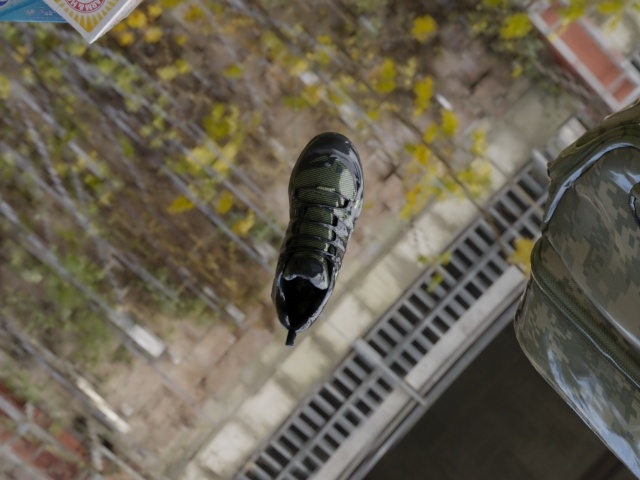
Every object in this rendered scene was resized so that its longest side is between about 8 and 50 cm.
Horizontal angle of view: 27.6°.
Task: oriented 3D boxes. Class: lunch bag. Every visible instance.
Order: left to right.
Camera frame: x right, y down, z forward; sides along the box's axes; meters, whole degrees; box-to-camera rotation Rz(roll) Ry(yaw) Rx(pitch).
[{"bbox_3d":[0.283,-0.022,0.758,0.305,0.212,0.256,-29,151,-20],"label":"lunch bag"}]

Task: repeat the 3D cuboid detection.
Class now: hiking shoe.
[{"bbox_3d":[0.000,0.000,1.392,0.114,0.086,0.227,-97,-164,-68],"label":"hiking shoe"}]

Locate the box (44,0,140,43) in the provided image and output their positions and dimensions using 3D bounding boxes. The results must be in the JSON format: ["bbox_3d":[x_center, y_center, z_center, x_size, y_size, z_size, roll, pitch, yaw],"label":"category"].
[{"bbox_3d":[-0.152,-0.276,1.061,0.203,0.114,0.103,-42,-170,22],"label":"box"}]

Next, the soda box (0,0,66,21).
[{"bbox_3d":[-0.365,-0.298,1.539,0.210,0.067,0.071,4,-158,21],"label":"soda box"}]
